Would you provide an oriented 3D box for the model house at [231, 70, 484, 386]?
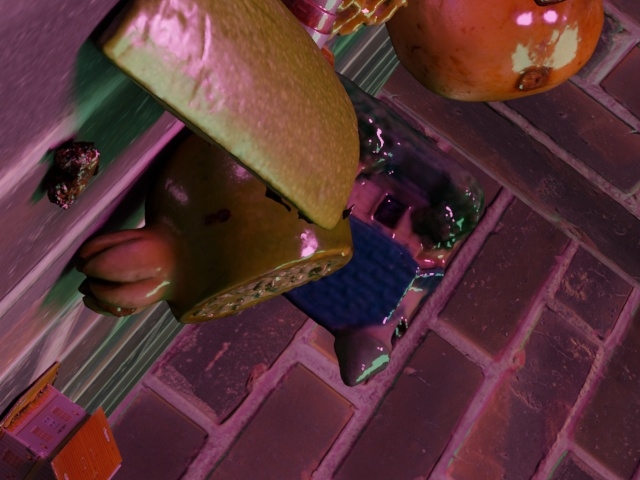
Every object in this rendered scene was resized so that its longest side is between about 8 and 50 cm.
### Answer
[{"bbox_3d":[0.000,0.000,1.610,0.280,0.312,0.245,-55,-176,-39],"label":"model house"}]

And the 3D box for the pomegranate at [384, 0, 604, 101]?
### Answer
[{"bbox_3d":[0.233,-0.314,1.764,0.307,0.307,0.307,-52,180,-1],"label":"pomegranate"}]

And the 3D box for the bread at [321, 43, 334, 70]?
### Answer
[{"bbox_3d":[-0.026,-0.170,1.443,0.066,0.060,0.110,6,128,-52],"label":"bread"}]

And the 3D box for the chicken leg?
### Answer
[{"bbox_3d":[-0.152,-0.044,0.814,0.036,0.021,0.083,-42,174,-25],"label":"chicken leg"}]

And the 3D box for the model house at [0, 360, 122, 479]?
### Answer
[{"bbox_3d":[-0.307,0.258,1.503,0.207,0.136,0.219,-54,179,18],"label":"model house"}]

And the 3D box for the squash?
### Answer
[{"bbox_3d":[-0.078,-0.133,0.854,0.111,0.203,0.289,-52,144,0],"label":"squash"}]

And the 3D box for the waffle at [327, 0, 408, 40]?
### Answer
[{"bbox_3d":[0.086,-0.292,1.254,0.204,0.054,0.223,-28,159,-32],"label":"waffle"}]

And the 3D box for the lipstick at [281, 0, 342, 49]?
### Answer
[{"bbox_3d":[0.012,-0.231,1.082,0.186,0.057,0.063,-58,178,14],"label":"lipstick"}]

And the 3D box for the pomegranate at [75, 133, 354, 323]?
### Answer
[{"bbox_3d":[-0.100,-0.014,1.191,0.241,0.159,0.190,-25,171,1],"label":"pomegranate"}]

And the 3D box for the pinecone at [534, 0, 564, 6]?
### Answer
[{"bbox_3d":[0.274,-0.412,1.482,0.298,0.242,0.296,-54,-171,0],"label":"pinecone"}]
